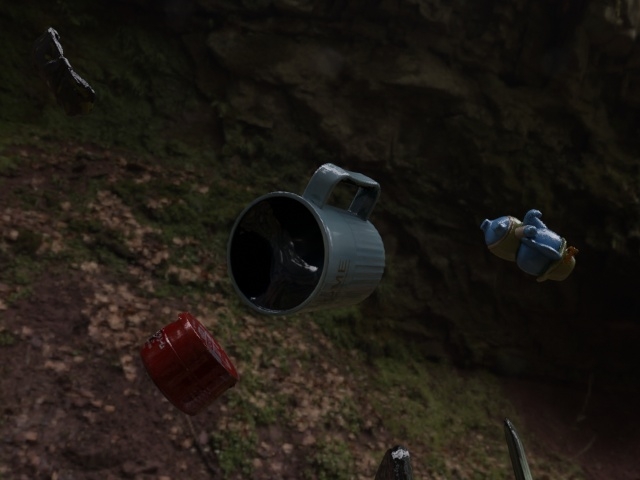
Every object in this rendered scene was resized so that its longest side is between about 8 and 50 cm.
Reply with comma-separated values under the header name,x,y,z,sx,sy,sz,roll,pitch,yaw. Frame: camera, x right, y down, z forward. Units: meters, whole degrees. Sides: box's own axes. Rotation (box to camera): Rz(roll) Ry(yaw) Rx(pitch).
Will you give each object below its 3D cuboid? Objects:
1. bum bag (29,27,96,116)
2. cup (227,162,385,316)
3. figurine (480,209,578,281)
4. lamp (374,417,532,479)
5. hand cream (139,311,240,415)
name,x,y,z,sx,sy,sz,roll,pitch,yaw
bum bag,-0.620,-0.393,1.514,0.106,0.232,0.060,-36,-9,23
cup,-0.018,0.003,1.452,0.256,0.331,0.311,0,-4,30
figurine,0.572,0.013,1.726,0.262,0.154,0.180,33,-32,3
lamp,0.189,0.301,0.797,0.283,0.203,0.124,14,-47,-22
hand cream,-0.316,0.300,1.527,0.230,0.149,0.230,49,-5,6
